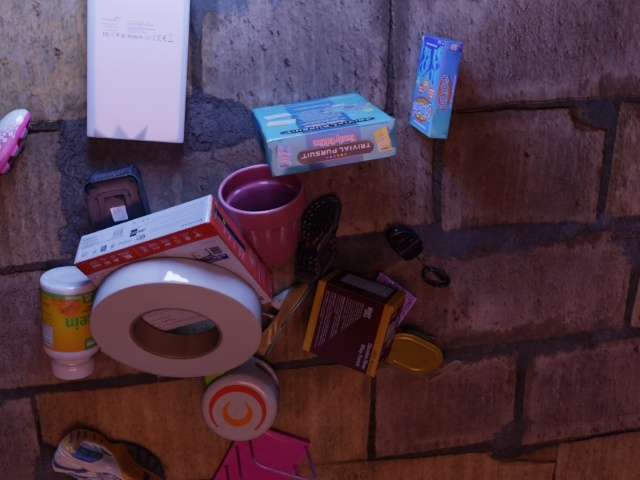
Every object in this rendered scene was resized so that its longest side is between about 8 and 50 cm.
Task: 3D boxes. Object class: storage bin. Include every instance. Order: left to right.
[{"bbox_3d":[-0.457,-0.069,1.647,0.122,0.084,0.180,-12,113,-6],"label":"storage bin"}]

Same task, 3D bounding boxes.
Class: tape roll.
[{"bbox_3d":[-0.325,0.186,1.637,0.392,0.072,0.392,-1,139,-1],"label":"tape roll"}]

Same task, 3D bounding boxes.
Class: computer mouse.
[{"bbox_3d":[0.255,0.042,1.854,0.071,0.041,0.242,-37,119,14],"label":"computer mouse"}]

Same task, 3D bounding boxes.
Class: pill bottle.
[{"bbox_3d":[-0.584,0.196,1.694,0.136,0.136,0.246,1,110,-11],"label":"pill bottle"}]

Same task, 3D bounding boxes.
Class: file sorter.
[{"bbox_3d":[-0.167,0.674,1.928,0.202,0.182,0.291,24,104,-18],"label":"file sorter"}]

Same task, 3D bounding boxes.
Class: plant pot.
[{"bbox_3d":[-0.125,-0.050,1.669,0.201,0.201,0.180,-12,128,-6],"label":"plant pot"}]

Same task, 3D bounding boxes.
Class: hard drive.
[{"bbox_3d":[-0.397,-0.379,1.565,0.210,0.040,0.319,3,110,-11],"label":"hard drive"}]

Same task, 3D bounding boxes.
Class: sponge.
[{"bbox_3d":[0.146,0.198,1.859,0.117,0.031,0.210,37,102,15],"label":"sponge"}]

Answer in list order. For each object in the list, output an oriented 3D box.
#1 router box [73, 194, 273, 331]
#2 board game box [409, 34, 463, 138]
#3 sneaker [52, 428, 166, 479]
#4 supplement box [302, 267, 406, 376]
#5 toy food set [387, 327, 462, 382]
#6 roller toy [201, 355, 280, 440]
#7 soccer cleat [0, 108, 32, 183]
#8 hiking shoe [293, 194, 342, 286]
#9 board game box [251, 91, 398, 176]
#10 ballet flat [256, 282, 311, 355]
[{"bbox_3d":[-0.317,0.065,1.614,0.335,0.082,0.301,-17,137,17],"label":"router box"},{"bbox_3d":[0.260,-0.351,1.636,0.047,0.160,0.210,2,109,-11],"label":"board game box"},{"bbox_3d":[-0.552,0.595,1.882,0.296,0.112,0.131,32,118,-17],"label":"sneaker"},{"bbox_3d":[0.085,0.200,1.781,0.194,0.129,0.191,19,108,17],"label":"supplement box"},{"bbox_3d":[0.257,0.291,1.934,0.218,0.071,0.128,29,127,-17],"label":"toy food set"},{"bbox_3d":[-0.201,0.400,1.838,0.191,0.146,0.209,6,108,-1],"label":"roller toy"},{"bbox_3d":[-0.747,-0.157,1.541,0.143,0.116,0.331,31,102,-20],"label":"soccer cleat"},{"bbox_3d":[0.000,0.000,1.769,0.086,0.114,0.227,18,85,20],"label":"hiking shoe"},{"bbox_3d":[-0.003,-0.233,1.535,0.253,0.336,0.079,-11,112,-6],"label":"board game box"},{"bbox_3d":[-0.111,0.187,1.816,0.073,0.080,0.232,32,101,-4],"label":"ballet flat"}]
